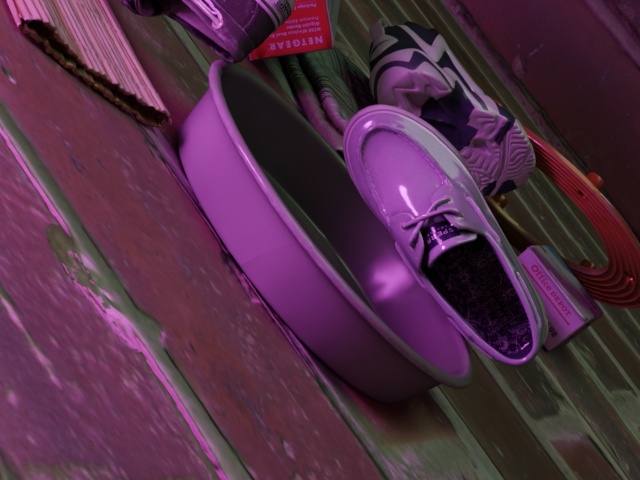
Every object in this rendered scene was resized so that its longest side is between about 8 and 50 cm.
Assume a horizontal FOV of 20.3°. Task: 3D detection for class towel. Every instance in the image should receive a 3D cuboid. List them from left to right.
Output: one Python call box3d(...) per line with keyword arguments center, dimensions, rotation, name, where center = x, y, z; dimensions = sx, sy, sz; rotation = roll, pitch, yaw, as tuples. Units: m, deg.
box3d(center=(0.083, -0.079, 1.802), dimensions=(0.312, 0.056, 0.324), rotation=(44, 15, -33), name="towel")

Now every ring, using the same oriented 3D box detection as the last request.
box3d(center=(0.249, -0.049, 2.035), dimensions=(0.336, 0.032, 0.336), rotation=(40, -13, 12), name="ring")

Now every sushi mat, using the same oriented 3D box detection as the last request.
box3d(center=(-0.201, -0.213, 1.245), dimensions=(0.151, 0.019, 0.317), rotation=(38, 18, -51), name="sushi mat")

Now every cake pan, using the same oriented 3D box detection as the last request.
box3d(center=(0.000, 0.000, 1.281), dimensions=(0.293, 0.054, 0.293), rotation=(48, 13, -15), name="cake pan")

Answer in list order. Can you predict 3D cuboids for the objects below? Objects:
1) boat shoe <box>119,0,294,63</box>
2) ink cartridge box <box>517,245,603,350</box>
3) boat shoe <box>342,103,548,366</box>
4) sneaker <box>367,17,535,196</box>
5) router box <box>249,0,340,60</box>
box3d(center=(-0.121, -0.202, 1.297), dimensions=(0.219, 0.070, 0.078), rotation=(35, -15, 28), name="boat shoe")
box3d(center=(0.252, 0.063, 1.995), dimensions=(0.104, 0.060, 0.180), rotation=(53, 12, 10), name="ink cartridge box")
box3d(center=(0.097, -0.004, 1.327), dimensions=(0.227, 0.079, 0.081), rotation=(54, 7, -5), name="boat shoe")
box3d(center=(0.129, -0.153, 1.871), dimensions=(0.235, 0.094, 0.153), rotation=(27, 32, -35), name="sneaker")
box3d(center=(-0.044, -0.367, 1.734), dimensions=(0.335, 0.082, 0.301), rotation=(-84, 165, -67), name="router box")
